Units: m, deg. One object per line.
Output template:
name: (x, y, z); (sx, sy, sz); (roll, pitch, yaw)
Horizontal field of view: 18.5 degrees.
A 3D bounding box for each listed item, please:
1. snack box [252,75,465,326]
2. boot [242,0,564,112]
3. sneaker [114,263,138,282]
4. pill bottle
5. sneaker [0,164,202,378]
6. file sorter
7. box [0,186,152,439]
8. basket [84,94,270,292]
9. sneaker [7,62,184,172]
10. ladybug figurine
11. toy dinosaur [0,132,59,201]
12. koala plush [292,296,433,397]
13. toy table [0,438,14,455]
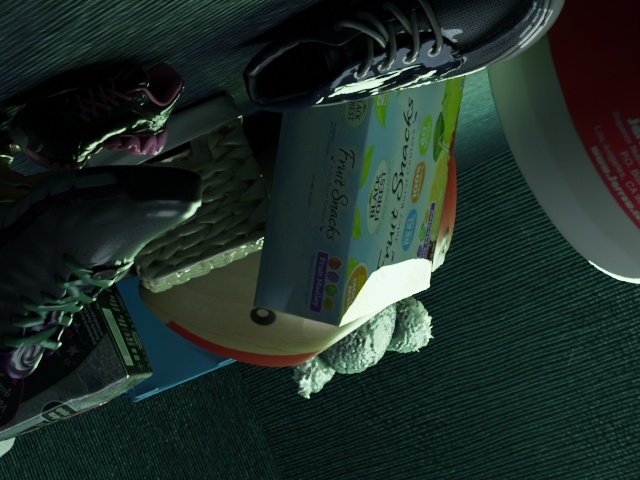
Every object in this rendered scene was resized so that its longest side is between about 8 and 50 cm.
snack box: (0.032, -0.042, 1.369); (0.070, 0.174, 0.207); (13, -169, 20)
boot: (0.047, -0.116, 1.136); (0.190, 0.069, 0.086); (-22, -179, 38)
sneaker: (-0.201, 0.016, 1.750); (0.106, 0.078, 0.234); (-19, 174, -23)
pill bottle: (0.321, -0.141, 1.162); (0.407, 0.229, 0.229); (-24, 177, 33)
sneaker: (-0.140, 0.022, 1.074); (0.083, 0.098, 0.223); (4, 166, -42)
file sorter: (-0.170, 0.061, 1.949); (0.118, 0.170, 0.104); (-21, 180, -16)
box: (-0.229, 0.063, 1.497); (0.142, 0.163, 0.247); (-24, 177, -1)
basket: (-0.096, -0.028, 1.395); (0.113, 0.103, 0.167); (-23, 177, -5)
sneaker: (-0.118, -0.073, 1.064); (0.119, 0.047, 0.057); (-19, 153, -53)
ladybug figurine: (0.000, 0.000, 1.725); (0.305, 0.162, 0.449); (-35, 178, 10)
toy dinosaur: (-0.191, -0.040, 1.128); (0.092, 0.053, 0.183); (-4, 170, -16)
koala plush: (0.017, 0.045, 2.067); (0.196, 0.221, 0.203); (-20, -161, -24)
toy table: (-0.439, 0.201, 2.056); (0.161, 0.252, 0.274); (-38, 170, 5)
